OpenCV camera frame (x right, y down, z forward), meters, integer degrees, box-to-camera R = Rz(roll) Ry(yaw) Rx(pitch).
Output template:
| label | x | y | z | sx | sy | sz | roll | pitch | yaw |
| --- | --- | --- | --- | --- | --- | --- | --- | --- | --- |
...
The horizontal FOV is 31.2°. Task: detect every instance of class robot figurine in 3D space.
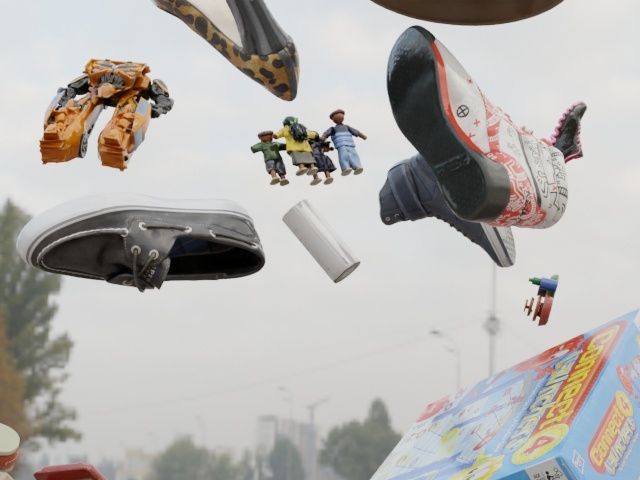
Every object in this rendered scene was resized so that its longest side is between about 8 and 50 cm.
| label | x | y | z | sx | sy | sz | roll | pitch | yaw |
| --- | --- | --- | --- | --- | --- | --- | --- | --- | --- |
| robot figurine | -0.370 | -0.225 | 1.970 | 0.211 | 0.291 | 0.085 | 5 | -52 | 3 |

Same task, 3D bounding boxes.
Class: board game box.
| label | x | y | z | sx | sy | sz | roll | pitch | yaw |
| --- | --- | --- | --- | --- | --- | --- | --- | --- | --- |
| board game box | 0.189 | 0.221 | 1.166 | 0.302 | 0.086 | 0.308 | -32 | 4 | 35 |

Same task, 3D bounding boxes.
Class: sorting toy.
| label | x | y | z | sx | sy | sz | roll | pitch | yaw |
| --- | --- | --- | --- | --- | --- | --- | --- | --- | --- |
| sorting toy | 0.319 | 0.079 | 1.666 | 0.042 | 0.102 | 0.061 | 15 | -55 | 11 |

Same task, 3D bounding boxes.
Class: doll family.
| label | x | y | z | sx | sy | sz | roll | pitch | yaw |
| --- | --- | --- | --- | --- | --- | --- | --- | --- | --- |
| doll family | -0.015 | -0.151 | 1.811 | 0.193 | 0.111 | 0.076 | 0 | -27 | -37 |

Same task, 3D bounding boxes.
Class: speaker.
| label | x | y | z | sx | sy | sz | roll | pitch | yaw |
| --- | --- | --- | --- | --- | --- | --- | --- | --- | --- |
| speaker | 0.000 | 0.000 | 1.805 | 0.055 | 0.136 | 0.055 | -38 | -12 | -10 |

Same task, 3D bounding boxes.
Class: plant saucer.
| label | x | y | z | sx | sy | sz | roll | pitch | yaw |
| --- | --- | --- | --- | --- | --- | --- | --- | --- | --- |
| plant saucer | 0.159 | -0.326 | 1.319 | 0.278 | 0.041 | 0.278 | 7 | -15 | 2 |

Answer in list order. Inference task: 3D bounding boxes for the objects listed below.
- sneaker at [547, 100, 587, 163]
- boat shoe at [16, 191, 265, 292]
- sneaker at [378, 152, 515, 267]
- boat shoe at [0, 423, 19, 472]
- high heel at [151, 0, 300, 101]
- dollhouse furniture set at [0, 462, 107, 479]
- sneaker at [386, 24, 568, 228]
| label | x | y | z | sx | sy | sz | roll | pitch | yaw |
| --- | --- | --- | --- | --- | --- | --- | --- | --- | --- |
| sneaker | 0.360 | -0.143 | 1.653 | 0.057 | 0.119 | 0.047 | 31 | 3 | 22 |
| boat shoe | -0.149 | 0.011 | 1.011 | 0.229 | 0.076 | 0.080 | 0 | -47 | -39 |
| sneaker | 0.188 | -0.035 | 1.755 | 0.163 | 0.226 | 0.086 | -28 | 5 | 25 |
| boat shoe | -0.368 | 0.191 | 1.156 | 0.137 | 0.049 | 0.043 | 25 | -48 | 3 |
| high heel | -0.125 | -0.255 | 1.415 | 0.093 | 0.186 | 0.261 | -36 | 25 | -20 |
| dollhouse furniture set | -0.482 | 0.466 | 1.719 | 0.374 | 0.201 | 0.152 | -9 | -52 | 26 |
| sneaker | 0.176 | -0.120 | 1.272 | 0.145 | 0.270 | 0.090 | 8 | -45 | -36 |
